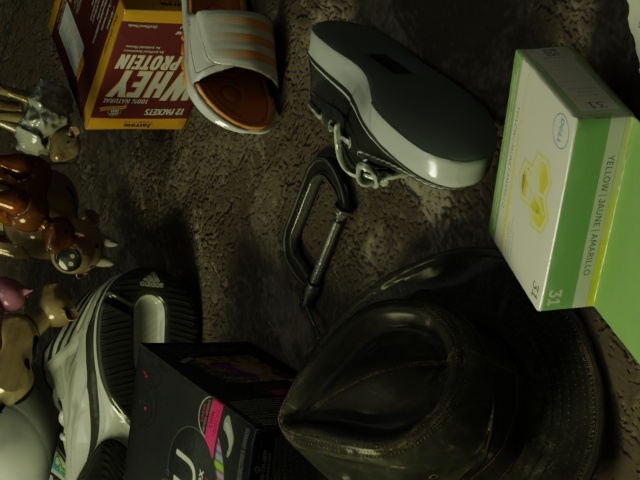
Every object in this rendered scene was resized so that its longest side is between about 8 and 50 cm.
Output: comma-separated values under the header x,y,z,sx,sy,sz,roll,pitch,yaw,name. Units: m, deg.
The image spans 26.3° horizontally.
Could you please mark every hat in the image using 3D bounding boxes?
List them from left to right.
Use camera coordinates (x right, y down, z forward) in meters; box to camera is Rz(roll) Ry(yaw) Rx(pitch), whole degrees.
x,y,z,sx,sy,sz,roll,pitch,yaw,name
0.059,0.140,1.132,0.331,0.134,0.331,-16,63,35,hat

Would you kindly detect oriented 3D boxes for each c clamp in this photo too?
x,y,z,sx,sy,sz,roll,pitch,yaw,name
0.000,0.000,1.422,0.137,0.022,0.161,54,134,50,c clamp

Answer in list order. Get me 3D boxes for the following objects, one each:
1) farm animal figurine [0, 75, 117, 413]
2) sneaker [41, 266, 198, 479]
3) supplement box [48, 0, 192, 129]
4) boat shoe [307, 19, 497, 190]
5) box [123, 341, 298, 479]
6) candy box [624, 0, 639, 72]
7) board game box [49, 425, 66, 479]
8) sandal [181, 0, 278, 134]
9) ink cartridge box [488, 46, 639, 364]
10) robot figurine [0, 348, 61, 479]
x,y,z,sx,sy,sz,roll,pitch,yaw,name
-0.342,0.012,1.655,0.327,0.172,0.330,-103,31,-51,farm animal figurine
-0.260,0.262,1.724,0.257,0.169,0.447,171,106,-66,sneaker
-0.228,-0.267,1.664,0.194,0.129,0.191,64,143,34,supplement box
0.059,-0.102,1.248,0.306,0.113,0.105,47,134,50,boat shoe
-0.084,0.220,1.430,0.270,0.143,0.165,24,109,56,box
0.289,-0.157,0.927,0.159,0.071,0.233,-30,64,54,candy box
-0.334,0.407,1.893,0.305,0.053,0.193,38,119,51,board game box
-0.103,-0.241,1.509,0.076,0.102,0.265,-47,49,49,sandal
0.197,-0.018,1.007,0.235,0.056,0.171,-113,23,-55,ink cartridge box
-0.449,0.268,1.800,0.353,0.200,0.300,-107,39,-72,robot figurine
